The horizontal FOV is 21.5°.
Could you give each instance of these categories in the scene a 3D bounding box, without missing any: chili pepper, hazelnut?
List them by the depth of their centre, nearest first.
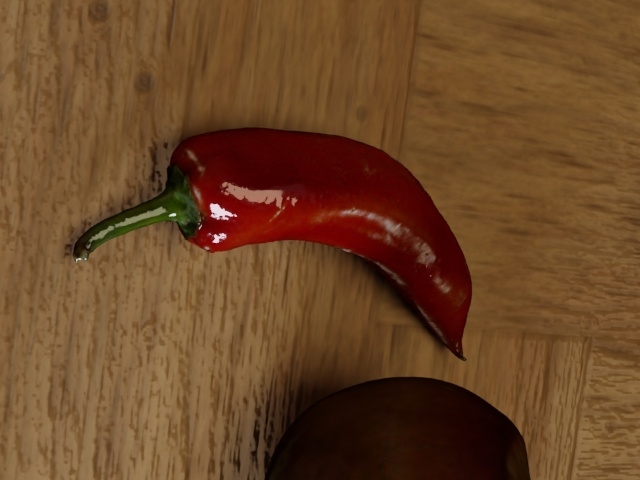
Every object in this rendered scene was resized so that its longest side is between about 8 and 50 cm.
[{"bbox_3d":[0.006,-0.005,1.192,0.368,0.092,0.137,17,97,-38],"label":"chili pepper"},{"bbox_3d":[0.055,0.223,1.202,0.217,0.217,0.251,-31,139,-33],"label":"hazelnut"}]
